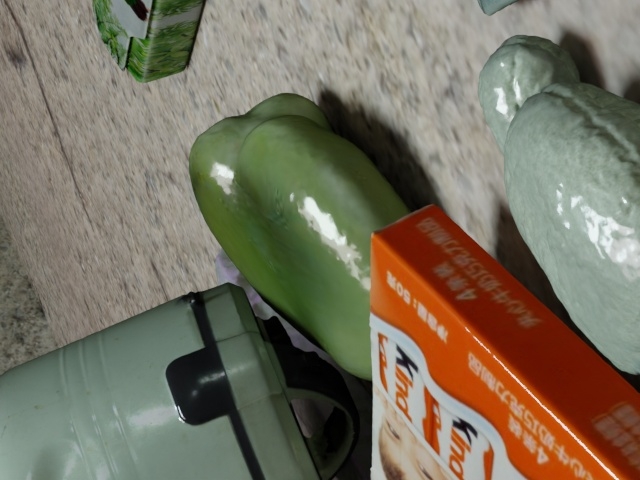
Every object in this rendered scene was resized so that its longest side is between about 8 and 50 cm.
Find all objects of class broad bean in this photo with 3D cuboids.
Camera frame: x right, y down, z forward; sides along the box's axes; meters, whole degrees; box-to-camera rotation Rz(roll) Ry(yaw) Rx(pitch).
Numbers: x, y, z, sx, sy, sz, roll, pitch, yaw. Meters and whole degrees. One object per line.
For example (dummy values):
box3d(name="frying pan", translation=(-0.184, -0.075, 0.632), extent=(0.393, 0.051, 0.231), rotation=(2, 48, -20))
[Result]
box3d(name="broad bean", translation=(0.000, 0.000, 0.846), extent=(0.228, 0.100, 0.169), rotation=(40, 153, 56))

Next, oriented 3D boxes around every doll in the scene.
box3d(name="doll", translation=(0.116, -0.005, 0.527), extent=(0.214, 0.071, 0.103), rotation=(-124, 23, -48))

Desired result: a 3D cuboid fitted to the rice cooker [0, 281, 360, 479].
box3d(name="rice cooker", translation=(-0.090, 0.155, 0.900), extent=(0.226, 0.244, 0.226), rotation=(156, 90, -85))

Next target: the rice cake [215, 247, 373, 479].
box3d(name="rice cake", translation=(-0.010, 0.119, 1.074), extent=(0.298, 0.050, 0.106), rotation=(52, 156, 43))

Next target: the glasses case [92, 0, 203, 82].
box3d(name="glasses case", translation=(-0.134, -0.221, 1.063), extent=(0.272, 0.062, 0.095), rotation=(122, 127, -69))

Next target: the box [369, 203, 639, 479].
box3d(name="box", translation=(0.117, 0.158, 0.694), extent=(0.273, 0.048, 0.265), rotation=(45, 151, 38))

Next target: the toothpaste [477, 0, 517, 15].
box3d(name="toothpaste", translation=(0.099, -0.124, 0.509), extent=(0.233, 0.038, 0.060), rotation=(-168, 62, -73))
